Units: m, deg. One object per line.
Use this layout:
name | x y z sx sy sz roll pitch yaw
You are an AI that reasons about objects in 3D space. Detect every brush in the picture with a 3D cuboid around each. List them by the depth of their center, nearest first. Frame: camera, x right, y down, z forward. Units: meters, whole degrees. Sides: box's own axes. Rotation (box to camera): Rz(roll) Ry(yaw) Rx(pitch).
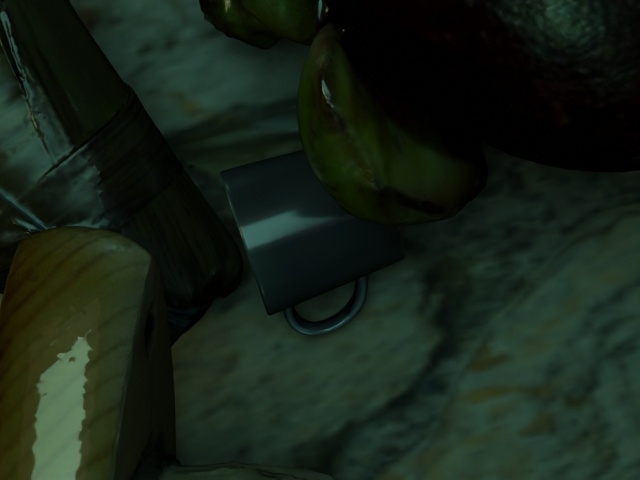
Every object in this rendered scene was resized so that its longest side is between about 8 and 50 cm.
brush | -0.071 0.126 0.890 0.166 0.174 0.266 6 110 9

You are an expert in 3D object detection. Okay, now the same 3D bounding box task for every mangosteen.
mangosteen | 0.102 -0.175 0.877 0.330 0.330 0.330 -1 83 5

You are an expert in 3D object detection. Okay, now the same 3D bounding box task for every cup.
cup | 0.000 0.000 0.979 0.077 0.078 0.100 -18 115 -2

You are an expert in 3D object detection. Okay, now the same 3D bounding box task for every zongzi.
zongzi | -0.185 -0.006 0.987 0.242 0.112 0.221 -34 93 19
